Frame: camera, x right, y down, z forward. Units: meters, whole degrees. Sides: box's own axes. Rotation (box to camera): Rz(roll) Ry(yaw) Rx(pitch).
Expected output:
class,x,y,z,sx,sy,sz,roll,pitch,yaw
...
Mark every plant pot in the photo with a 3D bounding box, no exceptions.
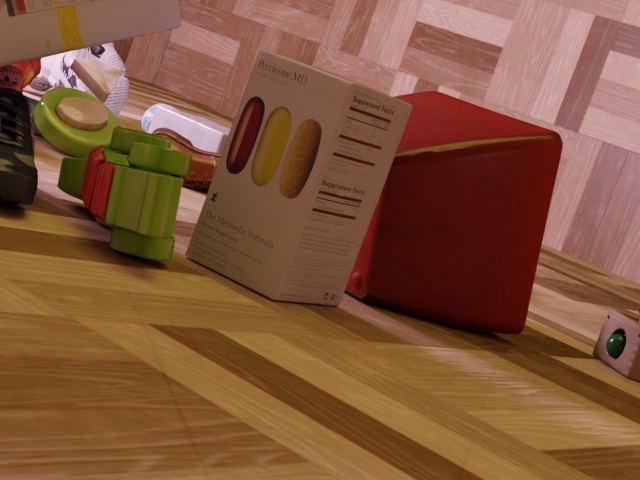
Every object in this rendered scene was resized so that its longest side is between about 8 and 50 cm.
class,x,y,z,sx,sy,sz,roll,pitch,yaw
plant pot,0.110,-0.039,1.636,0.236,0.267,0.267,-2,19,-35

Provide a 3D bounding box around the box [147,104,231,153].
class,x,y,z,sx,sy,sz,roll,pitch,yaw
box,-0.206,-0.163,2.273,0.170,0.091,0.130,25,9,34

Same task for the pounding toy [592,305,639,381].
class,x,y,z,sx,sy,sz,roll,pitch,yaw
pounding toy,0.449,0.138,1.747,0.141,0.100,0.130,18,7,-17

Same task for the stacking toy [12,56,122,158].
class,x,y,z,sx,sy,sz,roll,pitch,yaw
stacking toy,-0.408,-0.279,1.930,0.280,0.130,0.309,23,37,-21

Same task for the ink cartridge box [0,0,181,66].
class,x,y,z,sx,sy,sz,roll,pitch,yaw
ink cartridge box,-0.394,-0.284,1.448,0.279,0.160,0.385,7,20,41

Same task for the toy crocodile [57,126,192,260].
class,x,y,z,sx,sy,sz,roll,pitch,yaw
toy crocodile,-0.208,-0.056,1.359,0.105,0.115,0.340,11,7,-19

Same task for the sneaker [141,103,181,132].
class,x,y,z,sx,sy,sz,roll,pitch,yaw
sneaker,-0.239,-0.191,2.506,0.237,0.085,0.086,23,33,-6

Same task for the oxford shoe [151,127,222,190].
class,x,y,z,sx,sy,sz,roll,pitch,yaw
oxford shoe,-0.188,-0.103,2.040,0.212,0.076,0.076,23,37,3

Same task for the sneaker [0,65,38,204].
class,x,y,z,sx,sy,sz,roll,pitch,yaw
sneaker,-0.361,-0.127,1.390,0.112,0.131,0.319,18,7,-27

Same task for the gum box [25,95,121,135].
class,x,y,z,sx,sy,sz,roll,pitch,yaw
gum box,-0.399,-0.183,2.090,0.184,0.041,0.157,18,7,-26

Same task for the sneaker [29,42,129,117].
class,x,y,z,sx,sy,sz,roll,pitch,yaw
sneaker,-0.508,-0.330,2.581,0.137,0.210,0.365,13,44,-40

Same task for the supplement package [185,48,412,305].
class,x,y,z,sx,sy,sz,roll,pitch,yaw
supplement package,-0.023,-0.067,1.412,0.139,0.244,0.134,24,8,32
